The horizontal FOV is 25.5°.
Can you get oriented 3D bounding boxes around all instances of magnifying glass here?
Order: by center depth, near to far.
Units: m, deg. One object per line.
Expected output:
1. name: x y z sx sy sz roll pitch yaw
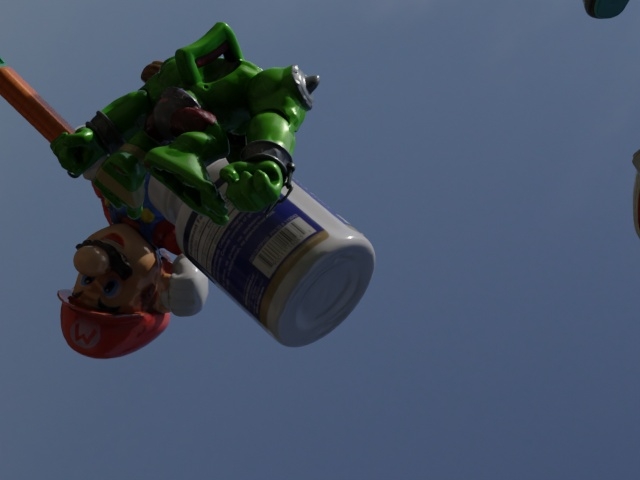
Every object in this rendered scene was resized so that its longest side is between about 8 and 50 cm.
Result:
1. magnifying glass: -0.299 -0.161 1.230 0.026 0.231 0.092 -48 180 12

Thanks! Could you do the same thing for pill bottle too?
1. pill bottle: -0.055 -0.008 1.179 0.187 0.112 0.112 41 -63 30

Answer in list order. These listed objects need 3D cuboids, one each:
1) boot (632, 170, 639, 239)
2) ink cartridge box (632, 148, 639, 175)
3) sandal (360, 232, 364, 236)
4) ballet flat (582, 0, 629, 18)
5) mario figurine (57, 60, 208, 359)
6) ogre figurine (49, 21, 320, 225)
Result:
1. boot: 0.371 -0.087 1.319 0.176 0.088 0.244 -86 -164 -76
2. ink cartridge box: 0.306 -0.029 0.992 0.150 0.063 0.109 60 -40 13
3. sandal: 0.006 -0.002 1.627 0.240 0.088 0.079 129 -55 -78
4. ballet flat: 0.327 -0.332 1.523 0.213 0.072 0.068 109 -27 -51
5. mario figurine: -0.191 -0.031 1.474 0.198 0.170 0.320 9 -103 66
6. ogre figurine: -0.079 -0.075 0.928 0.118 0.097 0.197 -51 -157 -26
